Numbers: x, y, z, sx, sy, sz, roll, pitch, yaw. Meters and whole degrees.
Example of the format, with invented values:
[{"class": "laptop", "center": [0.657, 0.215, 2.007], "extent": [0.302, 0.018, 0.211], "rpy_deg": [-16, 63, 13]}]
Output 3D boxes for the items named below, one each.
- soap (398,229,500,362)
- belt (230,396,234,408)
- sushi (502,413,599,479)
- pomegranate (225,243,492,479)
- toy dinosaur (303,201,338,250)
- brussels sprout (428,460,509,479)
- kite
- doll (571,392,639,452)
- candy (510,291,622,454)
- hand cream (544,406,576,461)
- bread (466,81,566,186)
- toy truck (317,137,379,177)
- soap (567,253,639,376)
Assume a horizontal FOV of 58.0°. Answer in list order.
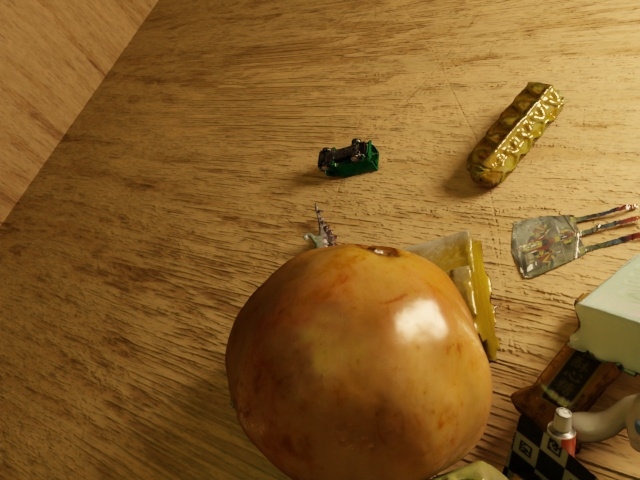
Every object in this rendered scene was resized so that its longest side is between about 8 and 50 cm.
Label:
[{"class": "soap", "center": [0.192, 0.125, 1.146], "extent": [0.281, 0.143, 0.259], "rpy_deg": [-18, 51, 28]}, {"class": "belt", "center": [-0.080, 0.247, 1.154], "extent": [0.207, 0.160, 0.295], "rpy_deg": [-33, 26, 41]}, {"class": "sushi", "center": [0.335, 0.391, 0.825], "extent": [0.051, 0.192, 0.215], "rpy_deg": [-20, 39, -29]}, {"class": "pomegranate", "center": [0.048, 0.201, 0.884], "extent": [0.412, 0.411, 0.411], "rpy_deg": [-17, 52, 23]}, {"class": "toy dinosaur", "center": [0.001, 0.000, 1.414], "extent": [0.082, 0.039, 0.208], "rpy_deg": [-13, 64, 21]}, {"class": "brussels sprout", "center": [0.141, 0.537, 0.735], "extent": [0.361, 0.342, 0.425], "rpy_deg": [-21, 46, 11]}, {"class": "kite", "center": [0.494, -0.010, 1.123], "extent": [0.245, 0.015, 0.141], "rpy_deg": [-16, 54, 24]}, {"class": "doll", "center": [0.524, 0.274, 0.747], "extent": [0.311, 0.160, 0.242], "rpy_deg": [-53, 50, 43]}, {"class": "candy", "center": [0.435, 0.203, 0.956], "extent": [0.143, 0.101, 0.271], "rpy_deg": [34, 74, 34]}, {"class": "hand cream", "center": [0.354, 0.340, 0.856], "extent": [0.038, 0.216, 0.052], "rpy_deg": [-11, 25, -11]}, {"class": "bread", "center": [0.425, -0.231, 1.274], "extent": [0.269, 0.098, 0.087], "rpy_deg": [-50, 5, -6]}, {"class": "toy truck", "center": [0.069, -0.211, 1.495], "extent": [0.147, 0.079, 0.065], "rpy_deg": [-10, 56, 26]}, {"class": "soap", "center": [0.514, 0.105, 0.887], "extent": [0.262, 0.094, 0.150], "rpy_deg": [-23, 34, -39]}]
